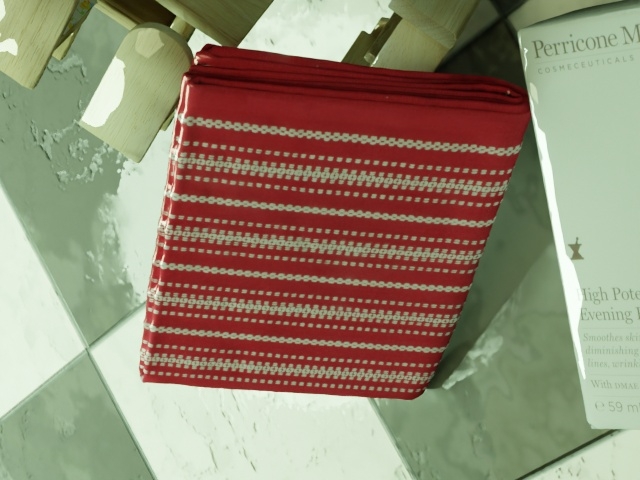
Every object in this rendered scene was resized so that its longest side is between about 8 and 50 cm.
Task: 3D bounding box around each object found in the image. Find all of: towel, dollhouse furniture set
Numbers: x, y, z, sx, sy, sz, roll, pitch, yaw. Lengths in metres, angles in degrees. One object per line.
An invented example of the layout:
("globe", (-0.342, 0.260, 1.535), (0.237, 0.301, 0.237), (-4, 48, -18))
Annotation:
("towel", (0.000, 0.000, 0.991), (0.275, 0.198, 0.031), (105, 166, -46))
("dollhouse furniture set", (-0.042, -0.157, 0.989), (0.242, 0.212, 0.161), (34, 130, -3))

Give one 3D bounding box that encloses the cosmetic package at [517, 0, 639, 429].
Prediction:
("cosmetic package", (0.192, -0.017, 0.903), (0.117, 0.085, 0.231), (-6, 101, 42))
